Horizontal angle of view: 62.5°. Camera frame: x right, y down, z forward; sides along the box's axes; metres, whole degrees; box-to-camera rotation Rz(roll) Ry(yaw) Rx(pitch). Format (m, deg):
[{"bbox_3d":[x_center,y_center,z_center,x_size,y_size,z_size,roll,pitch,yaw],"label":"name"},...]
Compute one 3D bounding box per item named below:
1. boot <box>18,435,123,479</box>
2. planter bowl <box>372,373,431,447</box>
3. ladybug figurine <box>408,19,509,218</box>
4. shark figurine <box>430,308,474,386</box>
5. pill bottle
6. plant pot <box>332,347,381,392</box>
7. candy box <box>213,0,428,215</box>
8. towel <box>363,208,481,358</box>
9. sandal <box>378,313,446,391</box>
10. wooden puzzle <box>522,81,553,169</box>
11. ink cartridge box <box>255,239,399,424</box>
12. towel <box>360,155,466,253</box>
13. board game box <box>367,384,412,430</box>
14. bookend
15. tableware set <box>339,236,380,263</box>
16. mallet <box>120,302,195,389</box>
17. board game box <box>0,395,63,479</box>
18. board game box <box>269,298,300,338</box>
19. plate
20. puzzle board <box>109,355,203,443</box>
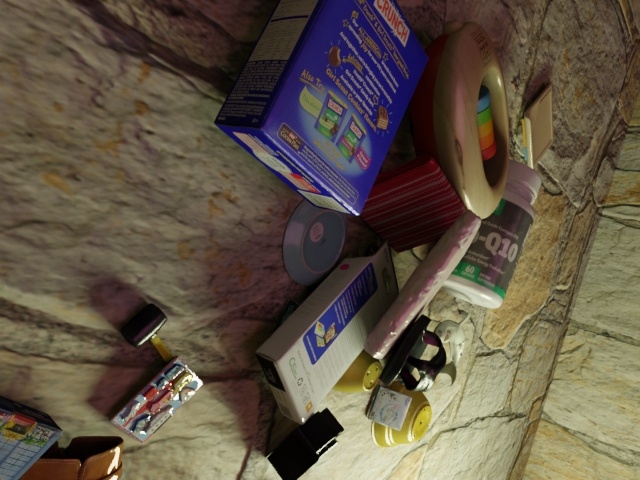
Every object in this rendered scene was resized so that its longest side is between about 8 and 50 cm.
[{"bbox_3d":[-0.312,0.382,0.749,0.283,0.109,0.220,14,88,-44],"label":"boot"},{"bbox_3d":[0.238,0.475,1.423,0.217,0.090,0.217,-20,117,-44],"label":"planter bowl"},{"bbox_3d":[0.306,-0.257,1.174,0.305,0.161,0.450,-46,131,-41],"label":"ladybug figurine"},{"bbox_3d":[0.347,0.271,1.465,0.166,0.116,0.278,-49,143,-22],"label":"shark figurine"},{"bbox_3d":[0.440,-0.022,1.397,0.204,0.204,0.361,34,76,-49],"label":"pill bottle"},{"bbox_3d":[0.078,0.281,1.161,0.134,0.095,0.134,-21,119,-44],"label":"plant pot"},{"bbox_3d":[0.020,-0.242,0.830,0.268,0.122,0.317,37,75,-48],"label":"candy box"},{"bbox_3d":[0.213,0.109,1.124,0.332,0.053,0.317,-53,165,-4],"label":"towel"},{"bbox_3d":[0.228,0.270,1.200,0.168,0.107,0.446,-58,162,-5],"label":"sandal"},{"bbox_3d":[0.711,-0.368,1.727,0.239,0.044,0.221,-49,135,-33],"label":"wooden puzzle"},{"bbox_3d":[0.034,0.167,1.052,0.371,0.069,0.176,-42,130,-34],"label":"ink cartridge box"},{"bbox_3d":[0.193,-0.068,1.121,0.275,0.198,0.031,41,36,-48],"label":"towel"},{"bbox_3d":[0.176,0.427,1.345,0.090,0.020,0.090,22,85,-6],"label":"board game box"},{"bbox_3d":[-0.007,0.397,1.062,0.157,0.072,0.156,-25,156,-43],"label":"bookend"},{"bbox_3d":[0.098,0.064,1.165,0.154,0.024,0.104,-29,124,-41],"label":"tableware set"},{"bbox_3d":[-0.242,0.181,0.802,0.062,0.039,0.190,-40,134,-33],"label":"mallet"},{"bbox_3d":[-0.430,0.257,0.574,0.194,0.060,0.194,47,66,-42],"label":"board game box"},{"bbox_3d":[-0.033,0.207,1.060,0.186,0.026,0.126,39,73,-49],"label":"board game box"},{"bbox_3d":[0.000,0.000,1.028,0.188,0.024,0.188,-21,119,-44],"label":"plate"},{"bbox_3d":[-0.246,0.247,0.809,0.128,0.011,0.096,-43,141,-19],"label":"puzzle board"}]
